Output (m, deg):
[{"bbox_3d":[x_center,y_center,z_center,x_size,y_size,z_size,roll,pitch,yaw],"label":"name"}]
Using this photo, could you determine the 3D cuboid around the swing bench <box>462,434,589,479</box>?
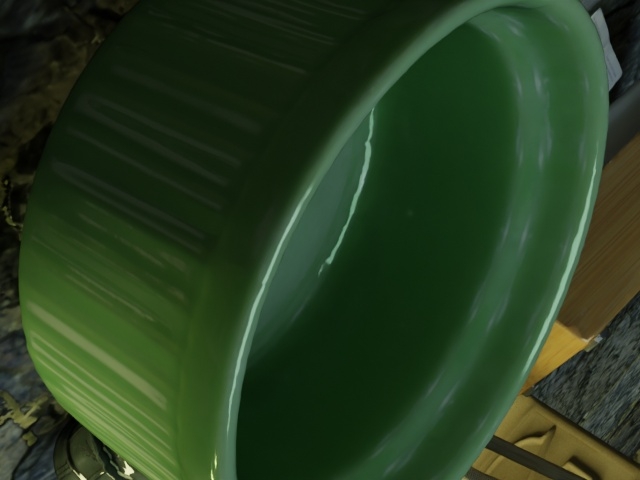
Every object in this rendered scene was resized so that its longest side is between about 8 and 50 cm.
[{"bbox_3d":[0.100,0.270,1.041,0.255,0.253,0.165,-75,-169,-64],"label":"swing bench"}]

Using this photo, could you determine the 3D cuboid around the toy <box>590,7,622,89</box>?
[{"bbox_3d":[0.106,-0.061,0.918,0.237,0.056,0.137,-50,159,3],"label":"toy"}]

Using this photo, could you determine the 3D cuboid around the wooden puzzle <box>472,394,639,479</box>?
[{"bbox_3d":[0.184,0.330,1.337,0.322,0.080,0.348,-49,-161,-3],"label":"wooden puzzle"}]

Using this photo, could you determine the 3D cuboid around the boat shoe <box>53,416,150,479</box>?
[{"bbox_3d":[-0.032,0.118,0.866,0.113,0.127,0.340,-36,164,33],"label":"boat shoe"}]

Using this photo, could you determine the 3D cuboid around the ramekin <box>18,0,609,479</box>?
[{"bbox_3d":[0.000,0.000,0.644,0.303,0.148,0.303,-37,140,-38],"label":"ramekin"}]

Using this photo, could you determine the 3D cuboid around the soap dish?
[{"bbox_3d":[0.219,-0.009,1.050,0.291,0.118,0.229,-42,172,-20],"label":"soap dish"}]
